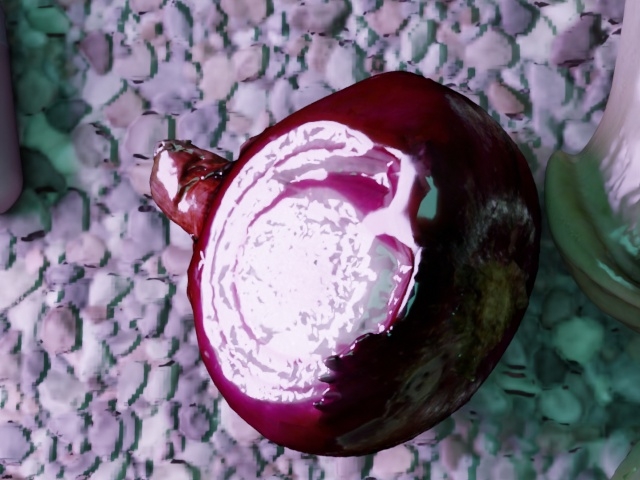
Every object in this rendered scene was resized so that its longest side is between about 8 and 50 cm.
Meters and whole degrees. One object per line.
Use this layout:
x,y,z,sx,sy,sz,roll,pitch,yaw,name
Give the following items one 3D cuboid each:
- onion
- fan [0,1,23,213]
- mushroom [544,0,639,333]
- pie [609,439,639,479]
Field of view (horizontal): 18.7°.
0.010,0.005,0.886,0.198,0.135,0.173,29,91,44,onion
-0.191,-0.129,0.961,0.130,0.074,0.244,-6,86,-2,fan
0.172,-0.155,0.868,0.177,0.126,0.397,-6,86,-1,mushroom
0.228,0.159,0.853,0.240,0.054,0.240,-1,84,11,pie
